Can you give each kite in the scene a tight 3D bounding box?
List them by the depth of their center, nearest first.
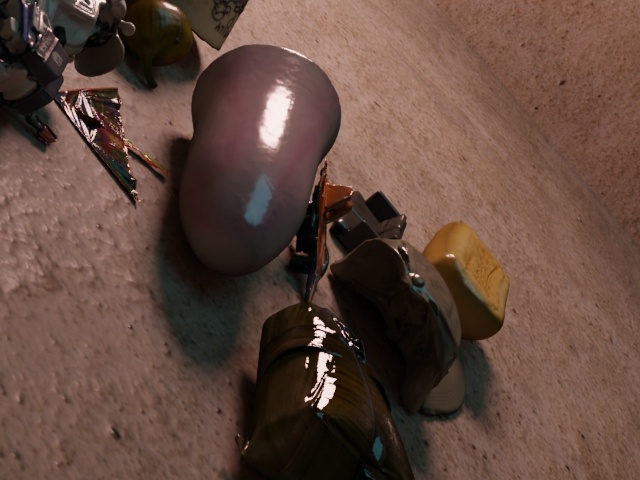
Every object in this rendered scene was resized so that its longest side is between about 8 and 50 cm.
[{"bbox_3d":[-0.213,-0.111,1.373,0.159,0.010,0.190,35,26,-40],"label":"kite"}]

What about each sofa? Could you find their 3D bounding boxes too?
[{"bbox_3d":[0.069,-0.023,1.776,0.085,0.060,0.147,49,20,-6],"label":"sofa"}]

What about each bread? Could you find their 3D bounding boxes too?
[{"bbox_3d":[0.190,0.063,1.838,0.147,0.098,0.217,50,20,-2],"label":"bread"}]

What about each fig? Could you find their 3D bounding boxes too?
[{"bbox_3d":[-0.193,-0.233,1.546,0.098,0.082,0.084,-78,165,-46],"label":"fig"}]

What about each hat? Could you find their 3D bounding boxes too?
[{"bbox_3d":[0.133,0.091,1.627,0.245,0.149,0.214,1,53,-53],"label":"hat"}]

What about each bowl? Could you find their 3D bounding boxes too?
[{"bbox_3d":[-0.170,-0.363,1.670,0.238,0.126,0.238,43,8,-7],"label":"bowl"}]

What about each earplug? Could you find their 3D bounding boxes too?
[{"bbox_3d":[-0.074,-0.064,1.406,0.172,0.172,0.301,44,27,-21],"label":"earplug"}]

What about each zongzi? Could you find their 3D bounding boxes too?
[{"bbox_3d":[0.036,0.184,1.256,0.242,0.112,0.221,43,24,-23],"label":"zongzi"}]

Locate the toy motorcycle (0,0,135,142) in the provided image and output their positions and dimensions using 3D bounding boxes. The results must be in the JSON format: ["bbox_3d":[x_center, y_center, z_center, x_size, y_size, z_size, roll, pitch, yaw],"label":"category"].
[{"bbox_3d":[-0.253,-0.195,1.258,0.150,0.102,0.221,56,29,-29],"label":"toy motorcycle"}]

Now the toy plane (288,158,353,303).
[{"bbox_3d":[-0.012,-0.002,1.549,0.062,0.135,0.188,16,56,9],"label":"toy plane"}]
